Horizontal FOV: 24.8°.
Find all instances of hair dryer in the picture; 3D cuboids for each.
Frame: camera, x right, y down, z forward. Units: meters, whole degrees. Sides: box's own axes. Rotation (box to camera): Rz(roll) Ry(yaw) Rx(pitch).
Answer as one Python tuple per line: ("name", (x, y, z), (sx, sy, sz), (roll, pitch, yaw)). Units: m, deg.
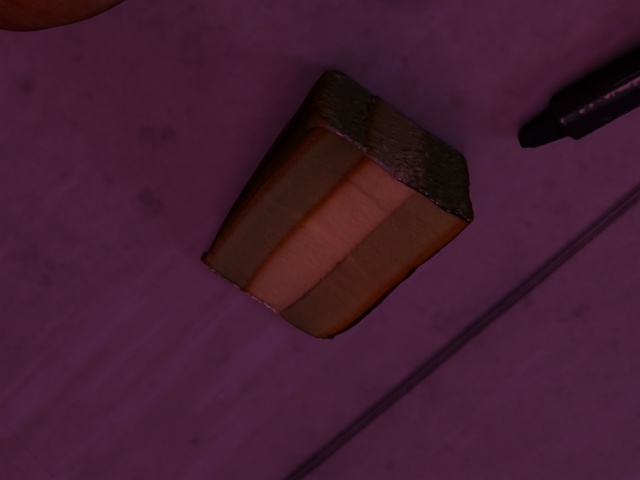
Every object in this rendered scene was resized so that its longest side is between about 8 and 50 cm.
("hair dryer", (0.219, -0.132, 0.885), (0.248, 0.070, 0.114), (-27, 109, 27))

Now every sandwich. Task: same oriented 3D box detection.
("sandwich", (0.000, 0.000, 0.920), (0.117, 0.144, 0.187), (34, 114, -5))

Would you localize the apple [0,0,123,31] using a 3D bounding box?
("apple", (-0.164, -0.212, 0.822), (0.188, 0.188, 0.173), (-20, 115, 15))
